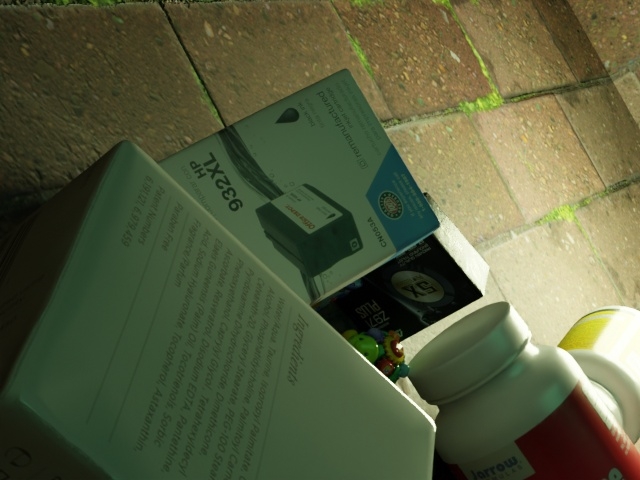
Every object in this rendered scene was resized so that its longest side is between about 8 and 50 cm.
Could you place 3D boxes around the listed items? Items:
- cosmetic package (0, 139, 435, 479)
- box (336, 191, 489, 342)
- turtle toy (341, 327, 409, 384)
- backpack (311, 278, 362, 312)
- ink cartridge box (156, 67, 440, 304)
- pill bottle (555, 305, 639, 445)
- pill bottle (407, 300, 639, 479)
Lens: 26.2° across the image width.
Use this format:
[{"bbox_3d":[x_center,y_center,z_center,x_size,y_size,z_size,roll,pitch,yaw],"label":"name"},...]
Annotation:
[{"bbox_3d":[-0.157,0.208,1.102,0.393,0.329,0.327,43,29,-21],"label":"cosmetic package"},{"bbox_3d":[0.113,0.045,1.878,0.147,0.180,0.077,50,29,-18],"label":"box"},{"bbox_3d":[0.071,0.155,1.829,0.130,0.066,0.095,12,53,-52],"label":"turtle toy"},{"bbox_3d":[0.000,0.000,1.754,0.158,0.173,0.117,33,38,-39],"label":"backpack"},{"bbox_3d":[-0.054,-0.028,1.585,0.307,0.129,0.223,-29,88,-24],"label":"ink cartridge box"},{"bbox_3d":[0.441,0.239,2.191,0.188,0.188,0.334,59,30,0],"label":"pill bottle"},{"bbox_3d":[0.302,0.295,1.887,0.408,0.229,0.229,54,30,-7],"label":"pill bottle"}]
